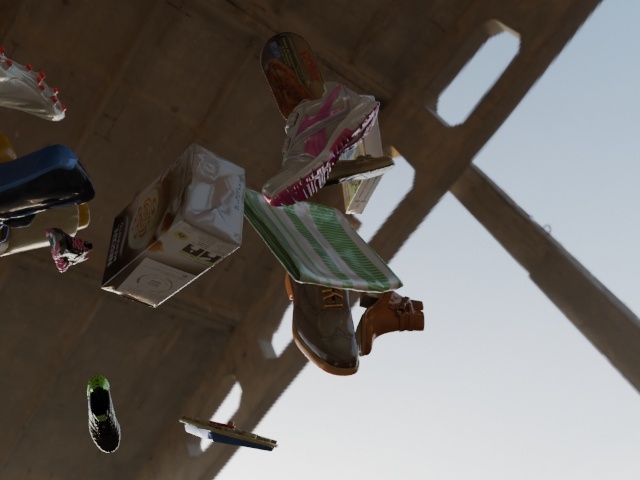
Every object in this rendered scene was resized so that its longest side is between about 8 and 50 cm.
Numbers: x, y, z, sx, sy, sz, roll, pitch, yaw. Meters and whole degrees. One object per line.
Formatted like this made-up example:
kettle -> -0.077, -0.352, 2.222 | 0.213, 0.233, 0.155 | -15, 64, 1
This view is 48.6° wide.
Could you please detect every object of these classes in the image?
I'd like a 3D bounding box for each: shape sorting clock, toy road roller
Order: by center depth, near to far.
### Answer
toy road roller -> -0.590, -0.093, 1.245 | 0.202, 0.329, 0.241 | -18, -81, -53
shape sorting clock -> -0.181, 0.380, 1.410 | 0.206, 0.206, 0.040 | 20, -105, -31

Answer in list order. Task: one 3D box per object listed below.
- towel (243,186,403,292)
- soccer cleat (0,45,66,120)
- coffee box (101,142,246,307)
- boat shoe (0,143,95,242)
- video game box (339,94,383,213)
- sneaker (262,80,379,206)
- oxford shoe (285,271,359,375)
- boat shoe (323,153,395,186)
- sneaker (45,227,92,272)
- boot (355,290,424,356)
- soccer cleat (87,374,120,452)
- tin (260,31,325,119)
towel -> 0.000, 0.000, 1.310 | 0.038, 0.248, 0.324 | -51, -33, 18
soccer cleat -> -0.432, -0.213, 0.987 | 0.076, 0.068, 0.196 | -33, -19, 5
coffee box -> -0.224, -0.015, 1.072 | 0.098, 0.141, 0.246 | 25, -41, -32
boat shoe -> -0.421, -0.047, 0.955 | 0.258, 0.109, 0.089 | -8, -46, 28
video game box -> 0.088, -0.192, 1.607 | 0.048, 0.205, 0.187 | 0, -27, -12
sneaker -> -0.018, -0.162, 1.173 | 0.252, 0.111, 0.103 | -48, -10, -17
oxford shoe -> 0.004, 0.131, 1.521 | 0.129, 0.364, 0.133 | 0, -52, -22
boat shoe -> 0.052, -0.130, 1.233 | 0.153, 0.048, 0.056 | -11, -9, 12
sneaker -> -0.358, 0.008, 1.017 | 0.057, 0.047, 0.119 | -15, -13, -17
boot -> 0.162, 0.192, 1.619 | 0.152, 0.197, 0.073 | 15, -39, -4
soccer cleat -> -0.453, 0.368, 1.470 | 0.060, 0.072, 0.179 | -9, -74, -15
tin -> -0.051, -0.323, 1.420 | 0.106, 0.040, 0.190 | -22, -71, 1
